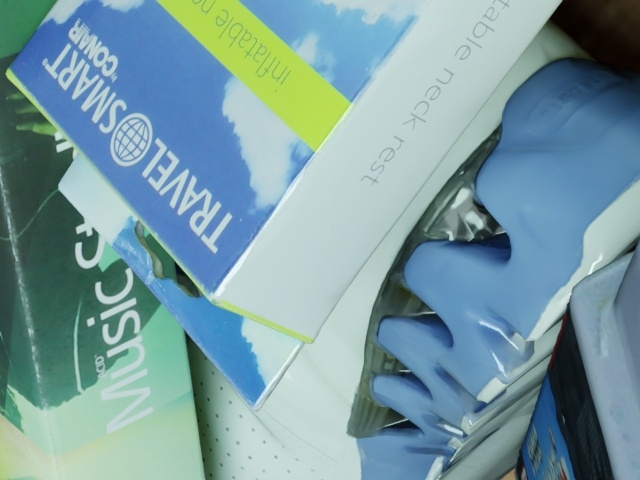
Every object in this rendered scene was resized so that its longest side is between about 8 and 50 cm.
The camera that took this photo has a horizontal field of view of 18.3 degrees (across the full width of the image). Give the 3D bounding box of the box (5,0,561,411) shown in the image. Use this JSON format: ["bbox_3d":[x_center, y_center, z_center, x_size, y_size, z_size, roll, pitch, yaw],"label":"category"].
[{"bbox_3d":[-0.001,-0.062,0.469,0.178,0.042,0.109,-53,48,10],"label":"box"}]

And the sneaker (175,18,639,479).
[{"bbox_3d":[0.000,-0.001,0.644,0.182,0.127,0.315,50,144,15],"label":"sneaker"}]

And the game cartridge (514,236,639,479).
[{"bbox_3d":[0.108,0.139,0.520,0.068,0.355,0.230,-17,74,-3],"label":"game cartridge"}]

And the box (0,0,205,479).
[{"bbox_3d":[-0.132,-0.069,0.613,0.232,0.058,0.322,32,139,46],"label":"box"}]
